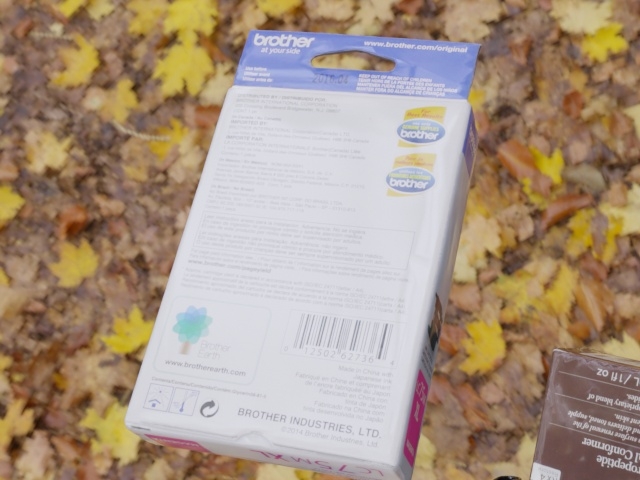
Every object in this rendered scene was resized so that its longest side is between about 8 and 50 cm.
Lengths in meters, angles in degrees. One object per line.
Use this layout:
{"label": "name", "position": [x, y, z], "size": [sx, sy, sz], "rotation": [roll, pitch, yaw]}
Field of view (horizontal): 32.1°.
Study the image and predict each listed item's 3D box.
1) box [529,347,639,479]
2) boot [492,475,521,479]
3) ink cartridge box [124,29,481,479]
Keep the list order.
{"label": "box", "position": [0.369, 0.339, 1.404], "size": [0.191, 0.143, 0.381], "rotation": [9, 91, 41]}
{"label": "boot", "position": [0.248, 0.467, 1.680], "size": [0.083, 0.246, 0.161], "rotation": [0, 108, 28]}
{"label": "ink cartridge box", "position": [0.000, 0.000, 0.766], "size": [0.186, 0.065, 0.311], "rotation": [6, 68, 19]}
